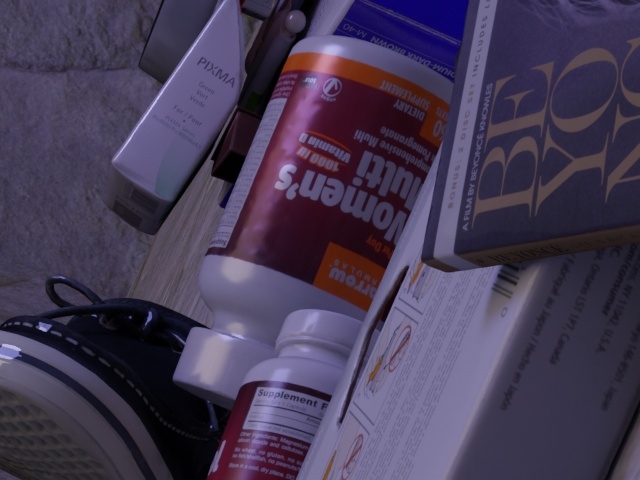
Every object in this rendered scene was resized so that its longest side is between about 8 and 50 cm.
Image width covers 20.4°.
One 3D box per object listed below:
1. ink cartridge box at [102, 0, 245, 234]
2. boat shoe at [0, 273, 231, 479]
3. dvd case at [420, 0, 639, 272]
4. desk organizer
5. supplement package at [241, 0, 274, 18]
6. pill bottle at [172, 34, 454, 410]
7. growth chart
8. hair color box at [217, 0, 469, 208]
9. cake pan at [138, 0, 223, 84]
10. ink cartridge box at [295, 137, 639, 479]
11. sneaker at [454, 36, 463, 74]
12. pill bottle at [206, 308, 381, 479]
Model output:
[{"bbox_3d":[-0.070,-0.116,1.254,0.224,0.056,0.181,-55,3,-11],"label":"ink cartridge box"},{"bbox_3d":[-0.138,0.111,1.213,0.156,0.187,0.500,-61,-11,-10],"label":"boat shoe"},{"bbox_3d":[0.115,-0.080,0.574,0.221,0.018,0.164,-12,63,57],"label":"dvd case"},{"bbox_3d":[-0.006,-0.032,1.156,0.050,0.130,0.047,-82,18,-55],"label":"desk organizer"},{"bbox_3d":[0.001,-0.311,1.820,0.262,0.145,0.204,-130,62,-80],"label":"supplement package"},{"bbox_3d":[0.000,0.000,1.057,0.121,0.121,0.221,152,141,-77],"label":"pill bottle"},{"bbox_3d":[-0.012,-0.200,1.299,0.172,0.021,0.237,126,165,-55],"label":"growth chart"},{"bbox_3d":[0.040,-0.144,1.257,0.339,0.110,0.185,133,158,-62],"label":"hair color box"},{"bbox_3d":[-0.114,-0.281,1.790,0.293,0.054,0.293,-159,90,-82],"label":"cake pan"},{"bbox_3d":[0.057,0.066,0.730,0.239,0.060,0.275,-142,76,-82],"label":"ink cartridge box"},{"bbox_3d":[0.117,-0.157,0.880,0.118,0.083,0.222,127,164,-63],"label":"sneaker"},{"bbox_3d":[-0.012,0.117,0.934,0.086,0.086,0.152,130,162,-63],"label":"pill bottle"}]
